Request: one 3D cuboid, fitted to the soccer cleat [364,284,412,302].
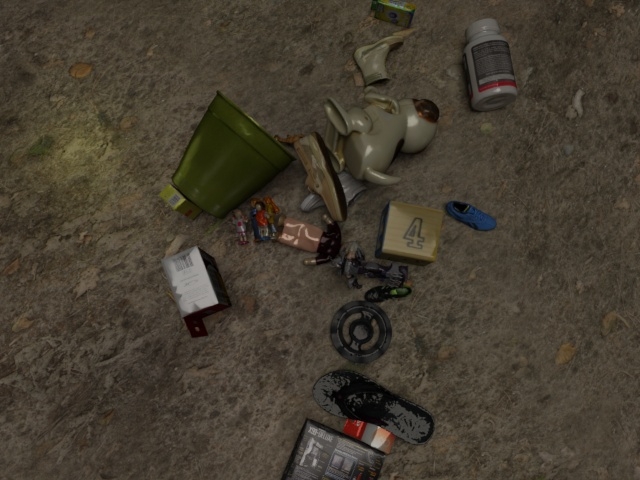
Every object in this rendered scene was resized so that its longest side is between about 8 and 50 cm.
[{"bbox_3d":[0.253,0.194,1.853,0.178,0.072,0.060,-8,81,-3],"label":"soccer cleat"}]

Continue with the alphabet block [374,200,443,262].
[{"bbox_3d":[0.321,-0.021,1.833,0.197,0.192,0.194,11,82,-1],"label":"alphabet block"}]

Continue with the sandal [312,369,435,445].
[{"bbox_3d":[0.184,0.575,1.745,0.445,0.107,0.168,16,79,13],"label":"sandal"}]

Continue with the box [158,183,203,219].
[{"bbox_3d":[-0.500,-0.136,1.804,0.087,0.232,0.058,44,86,4],"label":"box"}]

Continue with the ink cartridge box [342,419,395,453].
[{"bbox_3d":[0.189,0.659,1.791,0.179,0.045,0.146,23,80,0],"label":"ink cartridge box"}]

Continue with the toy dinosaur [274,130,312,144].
[{"bbox_3d":[-0.084,-0.382,1.914,0.211,0.112,0.064,4,100,34],"label":"toy dinosaur"}]

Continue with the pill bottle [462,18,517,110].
[{"bbox_3d":[0.658,-0.691,1.958,0.176,0.176,0.319,-6,81,-3],"label":"pill bottle"}]

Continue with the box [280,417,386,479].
[{"bbox_3d":[0.043,0.801,1.746,0.307,0.076,0.243,22,81,2],"label":"box"}]

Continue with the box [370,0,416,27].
[{"bbox_3d":[0.291,-0.934,2.023,0.179,0.105,0.043,19,80,2],"label":"box"}]

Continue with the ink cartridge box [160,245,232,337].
[{"bbox_3d":[-0.406,0.184,1.717,0.130,0.309,0.272,-21,83,-5],"label":"ink cartridge box"}]

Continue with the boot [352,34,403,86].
[{"bbox_3d":[0.255,-0.718,2.002,0.213,0.077,0.165,-20,81,0],"label":"boot"}]

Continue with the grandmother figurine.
[{"bbox_3d":[0.000,0.000,1.871,0.342,0.104,0.208,21,108,-1],"label":"grandmother figurine"}]

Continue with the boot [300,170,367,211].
[{"bbox_3d":[0.055,-0.163,1.893,0.258,0.095,0.123,-38,77,-8],"label":"boot"}]

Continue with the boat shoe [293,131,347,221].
[{"bbox_3d":[0.002,-0.218,1.812,0.110,0.121,0.341,-21,85,17],"label":"boat shoe"}]

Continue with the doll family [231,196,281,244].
[{"bbox_3d":[-0.225,-0.079,1.838,0.118,0.262,0.163,-7,89,-38],"label":"doll family"}]

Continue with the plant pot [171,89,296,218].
[{"bbox_3d":[-0.337,-0.280,1.798,0.366,0.366,0.353,41,93,5],"label":"plant pot"}]

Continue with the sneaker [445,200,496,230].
[{"bbox_3d":[0.582,-0.095,1.907,0.209,0.082,0.069,23,79,1],"label":"sneaker"}]

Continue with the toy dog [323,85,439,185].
[{"bbox_3d":[0.246,-0.403,1.830,0.407,0.285,0.395,-25,51,-25],"label":"toy dog"}]

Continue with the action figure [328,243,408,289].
[{"bbox_3d":[0.167,0.105,1.794,0.284,0.185,0.099,10,54,3],"label":"action figure"}]

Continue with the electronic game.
[{"bbox_3d":[0.150,0.336,1.839,0.229,0.048,0.230,1,73,-3],"label":"electronic game"}]
